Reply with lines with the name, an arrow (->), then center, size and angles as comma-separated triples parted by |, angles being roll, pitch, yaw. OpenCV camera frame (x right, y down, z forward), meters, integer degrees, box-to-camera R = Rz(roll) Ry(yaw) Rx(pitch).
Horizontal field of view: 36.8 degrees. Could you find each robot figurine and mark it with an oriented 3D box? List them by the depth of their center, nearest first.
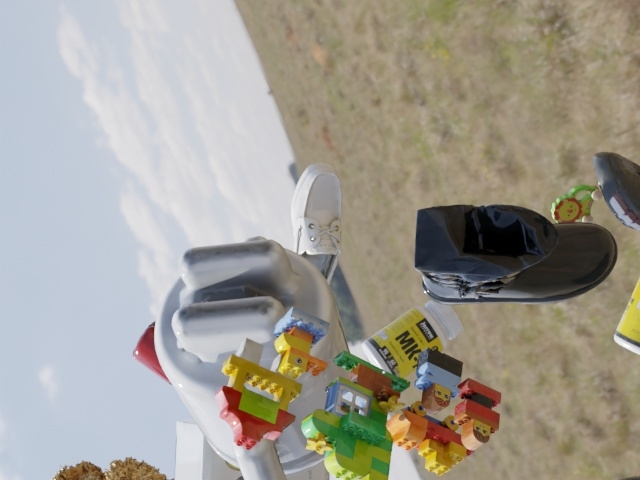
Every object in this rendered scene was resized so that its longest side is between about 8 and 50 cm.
robot figurine -> -0.065, 0.143, 1.106 | 0.353, 0.199, 0.300 | 74, -164, -53

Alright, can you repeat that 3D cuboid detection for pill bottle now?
pill bottle -> 0.595, 0.112, 1.682 | 0.103, 0.184, 0.103 | 22, -174, -3
pill bottle -> 0.208, 0.222, 2.157 | 0.119, 0.208, 0.119 | 54, 172, 11

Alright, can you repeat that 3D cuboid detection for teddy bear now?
teddy bear -> -0.317, 0.479, 1.685 | 0.113, 0.338, 0.245 | -64, -10, -65

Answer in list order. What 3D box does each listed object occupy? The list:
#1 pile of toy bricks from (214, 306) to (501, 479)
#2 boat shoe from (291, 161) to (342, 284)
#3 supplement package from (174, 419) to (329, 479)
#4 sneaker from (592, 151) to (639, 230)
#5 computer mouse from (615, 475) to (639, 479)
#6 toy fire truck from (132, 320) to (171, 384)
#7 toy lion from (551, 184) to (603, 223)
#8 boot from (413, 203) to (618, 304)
pile of toy bricks -> 0.033, 0.141, 0.716 | 0.212, 0.118, 0.105 | 26, -131, -16
boat shoe -> 0.000, 0.000, 1.740 | 0.096, 0.098, 0.277 | -133, 46, -62
supplement package -> -0.105, 0.370, 1.454 | 0.149, 0.203, 0.194 | 163, 110, -65
sneaker -> 0.496, -0.072, 1.305 | 0.281, 0.162, 0.106 | 28, -136, -41
computer mouse -> 0.443, 0.428, 1.488 | 0.188, 0.272, 0.072 | -80, -30, -74
toy fire truck -> -0.210, 0.144, 1.599 | 0.158, 0.217, 0.246 | 35, 179, 5
toy lion -> 0.562, -0.078, 2.128 | 0.034, 0.096, 0.100 | -100, 22, -60
boot -> 0.335, 0.013, 1.577 | 0.445, 0.367, 0.146 | 58, -160, -75
